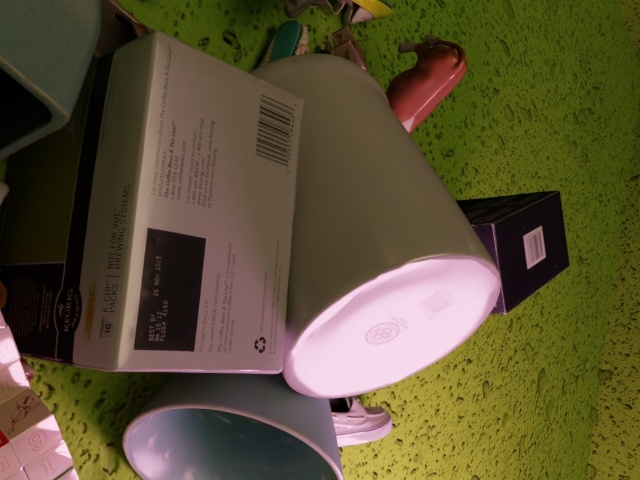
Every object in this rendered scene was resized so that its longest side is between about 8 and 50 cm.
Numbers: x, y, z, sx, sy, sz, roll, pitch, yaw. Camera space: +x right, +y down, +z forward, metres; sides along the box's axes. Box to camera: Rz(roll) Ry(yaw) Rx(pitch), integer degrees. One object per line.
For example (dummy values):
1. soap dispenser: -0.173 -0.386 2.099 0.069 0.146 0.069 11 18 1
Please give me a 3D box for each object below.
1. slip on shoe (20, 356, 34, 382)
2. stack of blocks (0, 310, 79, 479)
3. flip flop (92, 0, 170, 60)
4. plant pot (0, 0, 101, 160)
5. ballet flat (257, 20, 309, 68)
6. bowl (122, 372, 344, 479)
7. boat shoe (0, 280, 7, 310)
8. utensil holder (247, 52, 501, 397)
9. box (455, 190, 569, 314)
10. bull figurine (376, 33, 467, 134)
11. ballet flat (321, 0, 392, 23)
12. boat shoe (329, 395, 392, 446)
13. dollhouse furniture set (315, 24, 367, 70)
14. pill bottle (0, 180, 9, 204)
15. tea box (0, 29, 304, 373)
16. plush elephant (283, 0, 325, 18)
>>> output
1. slip on shoe: -0.409 0.175 0.747 0.135 0.051 0.041 -28 69 -37
2. stack of blocks: -0.337 0.159 0.623 0.087 0.171 0.297 -32 138 -36
3. flip flop: -0.261 -0.257 0.846 0.277 0.112 0.080 41 12 -22
4. plant pot: -0.379 -0.250 0.663 0.247 0.248 0.252 45 43 -37
5. ballet flat: -0.074 -0.282 1.124 0.241 0.091 0.077 -65 154 -23
6. bowl: -0.107 0.264 0.924 0.311 0.312 0.163 55 32 -32
7. boat shoe: -0.436 0.015 0.697 0.207 0.073 0.073 52 46 -6
8. utensil holder: 0.023 -0.019 0.910 0.328 0.327 0.385 22 33 -46
9. box: 0.313 0.020 1.368 0.343 0.313 0.178 -20 103 -47
10. bull figurine: 0.161 -0.281 1.281 0.101 0.310 0.188 33 28 -34
11. ballet flat: 0.054 -0.486 1.294 0.231 0.077 0.077 15 98 -44
12. boat shoe: 0.041 0.333 1.213 0.268 0.096 0.088 5 89 -40
13. dollhouse furniture set: 0.032 -0.299 1.237 0.129 0.129 0.183 52 22 -33
14. pill bottle: -0.412 -0.057 0.645 0.160 0.087 0.087 31 64 -25
15. tea box: -0.215 -0.019 0.761 0.220 0.324 0.328 14 78 -47
16. plush elephant: -0.041 -0.507 1.052 0.272 0.330 0.255 -31 129 -53
